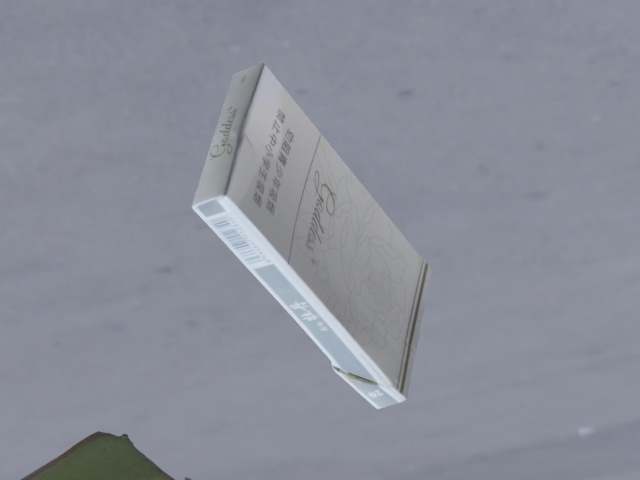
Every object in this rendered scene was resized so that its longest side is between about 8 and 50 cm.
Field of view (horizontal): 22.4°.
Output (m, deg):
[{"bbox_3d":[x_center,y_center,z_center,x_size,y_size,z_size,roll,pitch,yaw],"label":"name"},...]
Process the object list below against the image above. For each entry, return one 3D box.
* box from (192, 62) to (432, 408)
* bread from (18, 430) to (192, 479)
[{"bbox_3d":[0.000,0.000,0.953,0.029,0.109,0.198,-15,132,31],"label":"box"},{"bbox_3d":[-0.065,0.133,0.424,0.084,0.074,0.139,-30,139,-40],"label":"bread"}]
